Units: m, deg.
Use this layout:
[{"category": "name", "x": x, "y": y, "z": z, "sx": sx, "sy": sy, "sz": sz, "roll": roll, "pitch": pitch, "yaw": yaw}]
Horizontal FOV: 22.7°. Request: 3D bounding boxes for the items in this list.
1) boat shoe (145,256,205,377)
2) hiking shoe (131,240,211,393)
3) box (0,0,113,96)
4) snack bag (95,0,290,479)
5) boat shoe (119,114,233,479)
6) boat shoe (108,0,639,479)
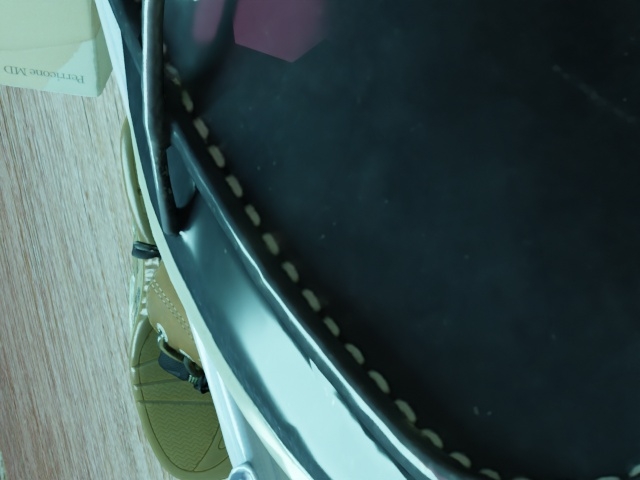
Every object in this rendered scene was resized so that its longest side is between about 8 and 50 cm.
[{"category": "boat shoe", "x": -0.031, "y": 0.037, "z": 0.836, "sx": 0.110, "sy": 0.104, "sz": 0.307, "roll": 51, "pitch": -156, "yaw": -53}, {"category": "hiking shoe", "x": -0.043, "y": 0.084, "z": 1.023, "sx": 0.086, "sy": 0.114, "sz": 0.227, "roll": 98, "pitch": 151, "yaw": -52}, {"category": "box", "x": -0.216, "y": -0.259, "z": 1.125, "sx": 0.311, "sy": 0.148, "sz": 0.121, "roll": 91, "pitch": -171, "yaw": -49}, {"category": "snack bag", "x": 0.000, "y": 0.000, "z": 0.710, "sx": 0.342, "sy": 0.037, "sz": 0.323, "roll": 17, "pitch": -125, "yaw": -72}, {"category": "boat shoe", "x": -0.088, "y": 0.031, "z": 1.151, "sx": 0.089, "sy": 0.105, "sz": 0.285, "roll": -109, "pitch": 17, "yaw": -81}, {"category": "boat shoe", "x": 0.001, "y": -0.123, "z": 0.442, "sx": 0.156, "sy": 0.187, "sz": 0.500, "roll": 50, "pitch": -160, "yaw": -60}]
